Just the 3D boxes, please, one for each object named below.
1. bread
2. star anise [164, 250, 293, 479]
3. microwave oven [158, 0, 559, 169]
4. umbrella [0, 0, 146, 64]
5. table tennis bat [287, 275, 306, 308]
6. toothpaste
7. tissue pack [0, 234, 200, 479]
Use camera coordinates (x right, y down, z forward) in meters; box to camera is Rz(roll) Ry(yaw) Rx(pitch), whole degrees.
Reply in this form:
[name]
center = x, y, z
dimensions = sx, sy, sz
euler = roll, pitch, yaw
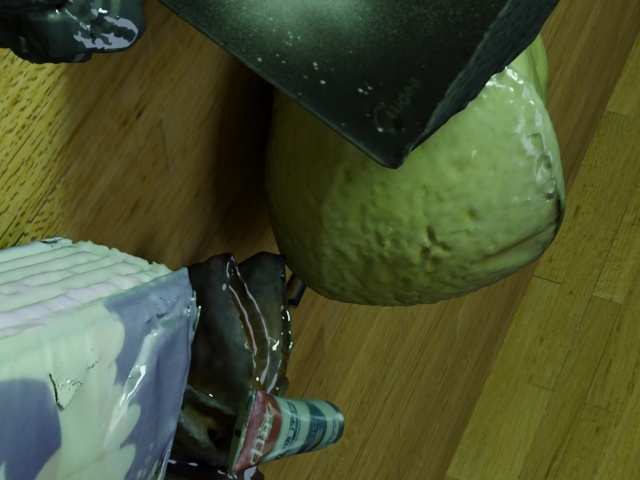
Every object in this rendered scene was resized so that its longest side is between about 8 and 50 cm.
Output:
[bread]
center = 0.072, -0.096, 1.249
dimensions = 0.320, 0.237, 0.320
euler = -2, 90, -89
[star anise]
center = -0.102, 0.151, 1.142
dimensions = 0.332, 0.117, 0.331
euler = 14, 90, -83
[microwave oven]
center = 0.107, -0.312, 0.872
dimensions = 0.432, 0.236, 0.374
euler = -56, 174, 29
[umbrella]
center = -0.131, -0.217, 0.615
dimensions = 0.154, 0.128, 0.336
euler = -57, 155, -38
[table tennis bat]
center = 0.000, 0.000, 1.501
dimensions = 0.095, 0.014, 0.158
euler = 88, 24, -54
[toothpaste]
center = -0.026, 0.137, 1.111
dimensions = 0.239, 0.039, 0.062
euler = 22, 84, -75
[tissue pack]
center = -0.199, 0.138, 0.767
dimensions = 0.344, 0.125, 0.242
euler = -19, 126, -68
